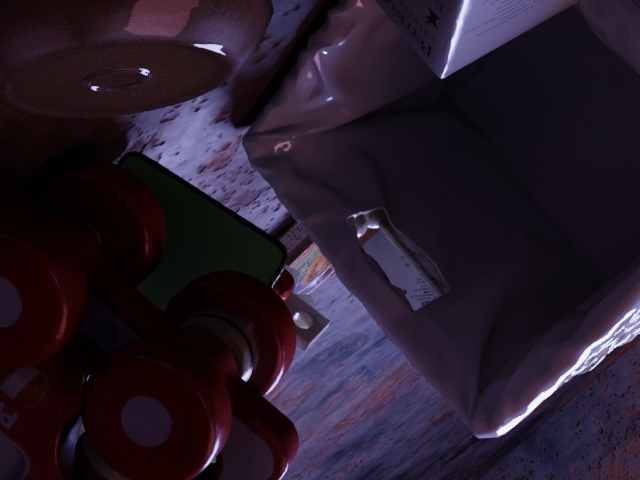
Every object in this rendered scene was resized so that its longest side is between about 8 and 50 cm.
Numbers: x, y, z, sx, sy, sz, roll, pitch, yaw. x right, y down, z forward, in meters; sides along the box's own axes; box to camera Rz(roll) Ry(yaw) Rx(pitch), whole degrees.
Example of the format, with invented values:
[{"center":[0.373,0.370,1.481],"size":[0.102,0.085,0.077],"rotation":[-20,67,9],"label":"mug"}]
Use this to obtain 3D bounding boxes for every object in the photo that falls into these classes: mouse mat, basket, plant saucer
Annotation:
[{"center":[-0.129,0.045,1.192],"size":[0.189,0.153,0.007],"rotation":[-59,172,16],"label":"mouse mat"},{"center":[0.182,-0.089,1.222],"size":[0.266,0.328,0.331],"rotation":[-21,156,-49],"label":"basket"},{"center":[-0.124,-0.111,0.929],"size":[0.199,0.036,0.198],"rotation":[-9,170,-2],"label":"plant saucer"}]

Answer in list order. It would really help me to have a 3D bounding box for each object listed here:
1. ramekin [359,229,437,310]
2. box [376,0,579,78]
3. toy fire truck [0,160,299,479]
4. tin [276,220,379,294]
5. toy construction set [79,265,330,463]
[{"center":[0.135,0.022,1.591],"size":[0.207,0.207,0.109],"rotation":[-44,151,20],"label":"ramekin"},{"center":[0.101,-0.230,0.949],"size":[0.182,0.181,0.119],"rotation":[-31,160,-17],"label":"box"},{"center":[-0.177,0.109,1.113],"size":[0.254,0.302,0.169],"rotation":[-50,179,27],"label":"toy fire truck"},{"center":[0.000,0.000,1.548],"size":[0.190,0.040,0.106],"rotation":[-43,164,18],"label":"tin"},{"center":[-0.141,0.121,1.287],"size":[0.151,0.215,0.327],"rotation":[-10,143,-51],"label":"toy construction set"}]
